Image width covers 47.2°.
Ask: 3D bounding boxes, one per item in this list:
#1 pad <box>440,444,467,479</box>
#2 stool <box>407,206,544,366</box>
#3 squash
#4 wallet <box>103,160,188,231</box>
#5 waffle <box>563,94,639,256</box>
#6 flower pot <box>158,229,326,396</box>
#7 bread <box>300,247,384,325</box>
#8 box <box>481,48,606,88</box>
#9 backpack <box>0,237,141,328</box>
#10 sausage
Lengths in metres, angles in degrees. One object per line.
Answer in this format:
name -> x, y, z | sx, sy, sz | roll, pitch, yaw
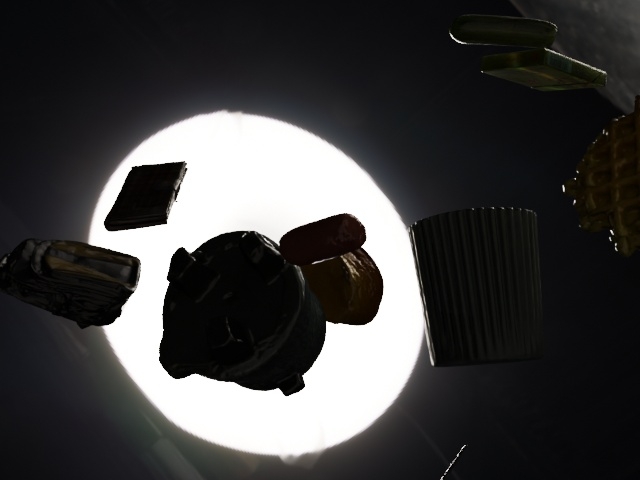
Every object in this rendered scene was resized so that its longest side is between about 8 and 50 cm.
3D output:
pad -> 0.090, 0.422, 0.970 | 0.004, 0.330, 0.220 | 34, 158, 19
stool -> 0.361, 0.116, 1.679 | 0.297, 0.297, 0.330 | 15, -112, -57
squash -> 0.398, -0.458, 1.605 | 0.229, 0.066, 0.066 | 9, -165, 13
wallet -> -0.329, -0.090, 1.403 | 0.230, 0.124, 0.042 | -88, -8, -61
waffle -> 0.549, -0.117, 1.184 | 0.060, 0.307, 0.312 | 34, -162, -33
flower pot -> -0.150, 0.142, 1.320 | 0.299, 0.299, 0.283 | 61, -178, 31
bread -> 0.046, 0.100, 1.825 | 0.143, 0.195, 0.270 | -1, -153, -40
box -> 0.559, -0.418, 1.819 | 0.311, 0.043, 0.173 | 1, -177, -44
backpack -> -0.491, 0.076, 1.416 | 0.258, 0.133, 0.206 | 20, -161, -17
sausage -> 0.000, 0.000, 1.087 | 0.062, 0.154, 0.062 | 14, -110, -40
